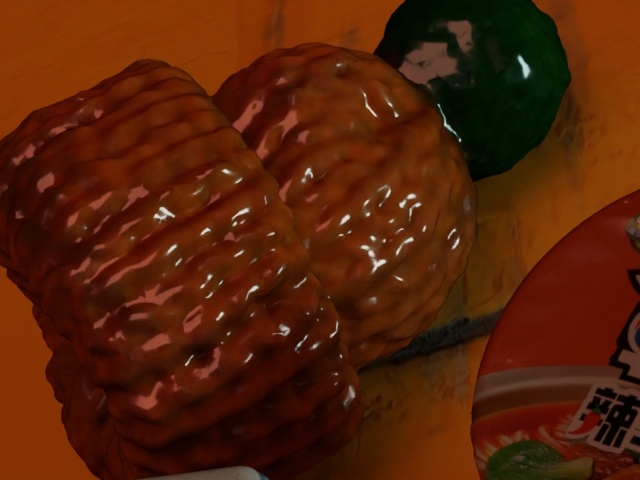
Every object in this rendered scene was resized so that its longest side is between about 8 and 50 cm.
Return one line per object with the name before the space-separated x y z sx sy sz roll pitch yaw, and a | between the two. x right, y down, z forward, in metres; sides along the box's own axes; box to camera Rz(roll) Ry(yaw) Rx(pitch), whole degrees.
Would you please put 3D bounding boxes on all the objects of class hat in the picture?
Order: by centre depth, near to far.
hat | 0.000 0.000 1.134 0.400 0.285 0.285 -20 40 -20

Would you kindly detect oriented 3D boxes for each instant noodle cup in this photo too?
instant noodle cup | 0.225 0.113 0.875 0.250 0.192 0.250 -18 48 21

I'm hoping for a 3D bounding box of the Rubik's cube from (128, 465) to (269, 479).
Rubik's cube | -0.160 0.344 0.745 0.346 0.347 0.344 -7 42 -2
